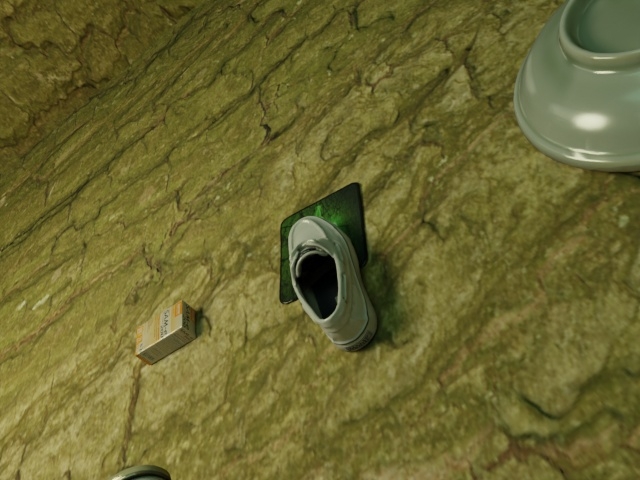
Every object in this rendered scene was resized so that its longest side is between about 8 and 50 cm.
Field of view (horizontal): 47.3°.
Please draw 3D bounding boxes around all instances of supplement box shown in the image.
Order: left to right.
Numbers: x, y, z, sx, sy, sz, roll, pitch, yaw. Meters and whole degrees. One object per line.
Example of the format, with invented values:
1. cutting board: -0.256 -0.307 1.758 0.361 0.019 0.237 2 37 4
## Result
1. supplement box: -0.247 0.147 1.166 0.098 0.036 0.062 -32 38 15

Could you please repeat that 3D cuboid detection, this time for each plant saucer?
1. plant saucer: 0.414 -0.265 0.898 0.400 0.100 0.400 -26 39 23

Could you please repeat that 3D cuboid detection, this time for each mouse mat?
1. mouse mat: 0.000 0.000 1.105 0.153 0.007 0.189 -27 40 21

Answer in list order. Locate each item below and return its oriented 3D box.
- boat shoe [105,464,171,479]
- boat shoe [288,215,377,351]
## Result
1. boat shoe: -0.278 0.404 0.885 0.302 0.113 0.103 -48 36 12
2. boat shoe: 0.002 0.035 0.991 0.095 0.084 0.258 -40 39 7
